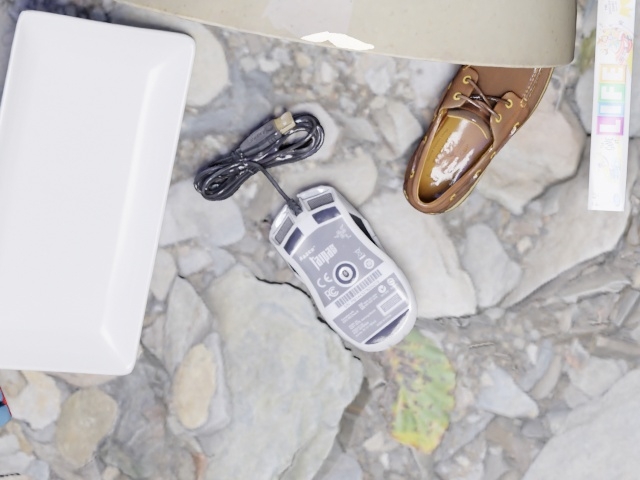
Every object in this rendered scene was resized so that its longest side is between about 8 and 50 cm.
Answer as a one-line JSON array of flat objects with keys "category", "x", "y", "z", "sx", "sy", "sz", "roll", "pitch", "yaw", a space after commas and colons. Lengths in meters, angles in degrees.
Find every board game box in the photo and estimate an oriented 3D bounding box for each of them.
[{"category": "board game box", "x": 0.206, "y": -0.104, "z": 1.367, "sx": 0.026, "sy": 0.103, "sz": 0.154, "roll": 3, "pitch": 99, "yaw": 8}]

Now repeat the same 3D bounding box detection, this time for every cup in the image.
[{"category": "cup", "x": 0.022, "y": -0.258, "z": 1.251, "sx": 0.331, "sy": 0.331, "sz": 0.236, "roll": 11, "pitch": 101, "yaw": 7}]

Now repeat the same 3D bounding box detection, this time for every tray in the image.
[{"category": "tray", "x": -0.186, "y": -0.033, "z": 1.450, "sx": 0.145, "sy": 0.030, "sz": 0.270, "roll": 6, "pitch": 102, "yaw": -28}]

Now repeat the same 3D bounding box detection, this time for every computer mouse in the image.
[{"category": "computer mouse", "x": 0.000, "y": 0.000, "z": 1.448, "sx": 0.106, "sy": 0.042, "sz": 0.193, "roll": -37, "pitch": 86, "yaw": 8}]

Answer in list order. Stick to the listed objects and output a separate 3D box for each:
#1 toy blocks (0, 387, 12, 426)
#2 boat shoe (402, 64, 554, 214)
[{"category": "toy blocks", "x": -0.411, "y": 0.162, "z": 1.436, "sx": 0.381, "sy": 0.261, "sz": 0.190, "roll": -20, "pitch": 95, "yaw": 18}, {"category": "boat shoe", "x": 0.118, "y": -0.094, "z": 1.403, "sx": 0.064, "sy": 0.060, "sz": 0.178, "roll": 31, "pitch": 102, "yaw": 3}]
